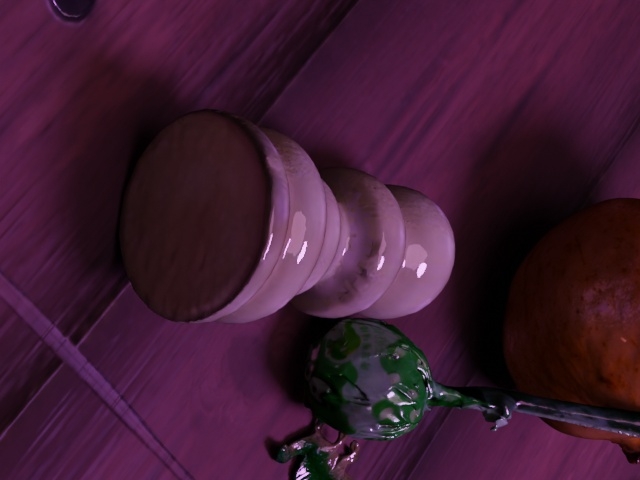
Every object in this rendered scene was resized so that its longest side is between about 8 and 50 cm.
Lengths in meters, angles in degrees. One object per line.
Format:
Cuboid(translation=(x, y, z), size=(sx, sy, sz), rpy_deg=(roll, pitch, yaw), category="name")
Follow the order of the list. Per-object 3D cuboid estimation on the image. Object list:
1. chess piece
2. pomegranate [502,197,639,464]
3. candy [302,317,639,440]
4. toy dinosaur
Cuboid(translation=(0.000, 0.000, 0.935), size=(0.251, 0.144, 0.144), rpy_deg=(11, 86, -47), category="chess piece")
Cuboid(translation=(0.280, 0.079, 1.127), size=(0.248, 0.248, 0.248), rpy_deg=(-5, 98, -42), category="pomegranate")
Cuboid(translation=(0.146, 0.127, 1.010), size=(0.324, 0.097, 0.097), rpy_deg=(11, 86, -6), category="candy")
Cuboid(translation=(0.007, 0.183, 1.034), size=(0.060, 0.029, 0.119), rpy_deg=(-44, 127, -15), category="toy dinosaur")
